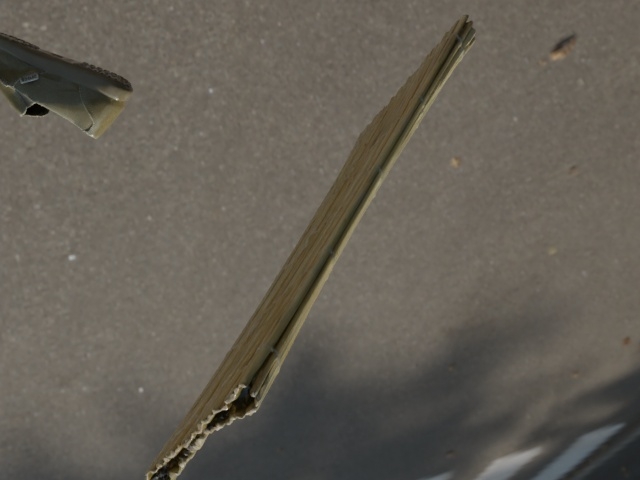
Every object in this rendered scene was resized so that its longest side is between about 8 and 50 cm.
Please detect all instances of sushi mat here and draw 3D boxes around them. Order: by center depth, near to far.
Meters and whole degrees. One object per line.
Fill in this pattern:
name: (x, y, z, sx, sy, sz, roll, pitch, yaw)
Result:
sushi mat: (0.000, 0.000, 0.593, 0.019, 0.316, 0.151, 36, 142, -7)

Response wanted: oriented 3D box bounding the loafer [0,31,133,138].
loafer: (-0.206, -0.112, 0.698, 0.148, 0.050, 0.056, 20, -173, 5)
